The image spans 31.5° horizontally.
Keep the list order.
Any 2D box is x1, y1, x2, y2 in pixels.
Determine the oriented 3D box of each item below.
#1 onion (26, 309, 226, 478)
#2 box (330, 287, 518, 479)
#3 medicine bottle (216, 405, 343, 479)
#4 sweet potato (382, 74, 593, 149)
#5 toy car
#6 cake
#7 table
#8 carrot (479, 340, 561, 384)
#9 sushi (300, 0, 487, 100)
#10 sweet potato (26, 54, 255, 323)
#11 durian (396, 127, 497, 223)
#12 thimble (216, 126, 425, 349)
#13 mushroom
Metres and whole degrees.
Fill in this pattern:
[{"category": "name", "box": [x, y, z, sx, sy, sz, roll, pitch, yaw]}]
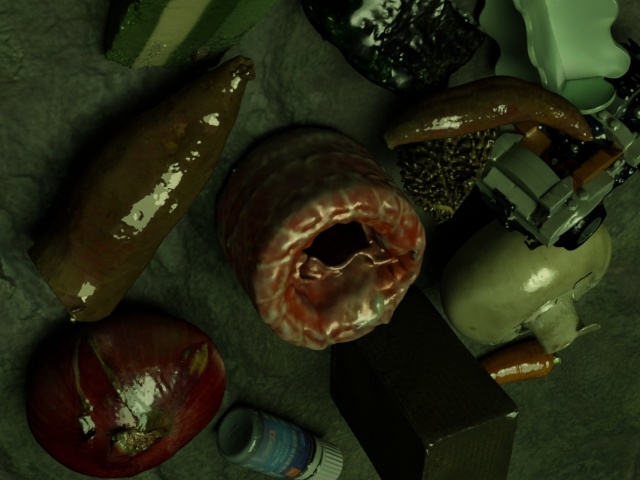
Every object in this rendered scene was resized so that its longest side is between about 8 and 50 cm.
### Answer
[{"category": "onion", "box": [-0.234, 0.196, 1.387, 0.248, 0.161, 0.248, -18, 153, -9]}, {"category": "box", "box": [0.130, 0.220, 1.532, 0.143, 0.273, 0.184, -16, 132, -20]}, {"category": "medicine bottle", "box": [-0.054, 0.298, 1.620, 0.083, 0.083, 0.203, -49, 136, 12]}, {"category": "sweet potato", "box": [0.191, -0.144, 1.259, 0.255, 0.058, 0.078, -4, 96, -19]}, {"category": "toy car", "box": [0.322, -0.132, 1.404, 0.301, 0.193, 0.118, -41, 157, -9]}, {"category": "cake", "box": [-0.103, -0.254, 1.084, 0.158, 0.172, 0.284, 2, 126, -30]}, {"category": "table", "box": [0.263, -0.262, 1.316, 0.166, 0.166, 0.198, -31, 127, -6]}, {"category": "carrot", "box": [0.254, 0.205, 1.760, 0.256, 0.061, 0.061, -13, 131, -11]}, {"category": "sushi", "box": [0.075, -0.237, 1.233, 0.127, 0.124, 0.225, -51, 136, 10]}, {"category": "sweet potato", "box": [-0.188, -0.067, 1.214, 0.131, 0.131, 0.337, 23, 110, -41]}, {"category": "durian", "box": [0.139, -0.116, 1.348, 0.091, 0.188, 0.148, 21, 135, -11]}, {"category": "thimble", "box": [0.000, 0.000, 1.353, 0.239, 0.162, 0.239, -16, 131, -19]}, {"category": "mushroom", "box": [0.284, 0.056, 1.520, 0.246, 0.202, 0.246, -26, 159, -11]}]
